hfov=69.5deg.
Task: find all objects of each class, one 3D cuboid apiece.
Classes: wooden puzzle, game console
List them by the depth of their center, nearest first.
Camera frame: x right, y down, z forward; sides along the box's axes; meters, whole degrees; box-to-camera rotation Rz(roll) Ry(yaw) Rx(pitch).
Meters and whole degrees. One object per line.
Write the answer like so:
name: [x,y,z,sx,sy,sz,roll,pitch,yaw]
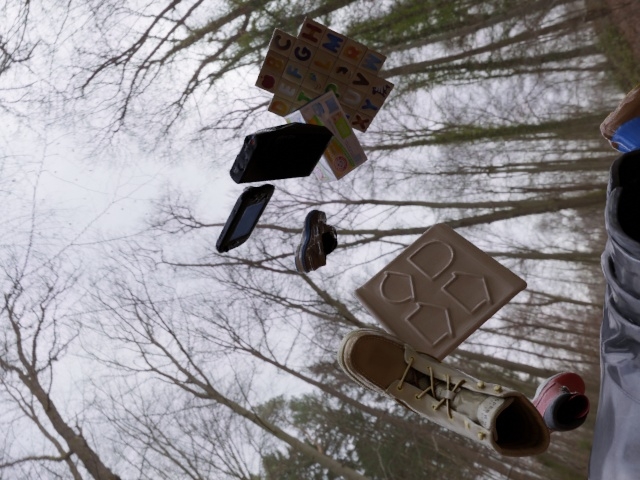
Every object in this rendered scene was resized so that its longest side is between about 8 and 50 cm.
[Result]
game console: [-0.124,-0.106,1.012,0.213,0.044,0.361,-15,-31,-47]
wooden puzzle: [0.309,0.140,1.237,0.348,0.322,0.080,-37,-45,-7]

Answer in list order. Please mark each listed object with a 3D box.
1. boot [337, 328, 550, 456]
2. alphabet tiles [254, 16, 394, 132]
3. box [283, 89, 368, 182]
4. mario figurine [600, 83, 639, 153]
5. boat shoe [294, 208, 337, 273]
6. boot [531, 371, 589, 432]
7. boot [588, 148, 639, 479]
boot: [0.167,0.212,0.654,0.262,0.203,0.095,34,-104,-17]
alphabet tiles: [0.009,-0.419,1.244,0.343,0.285,0.011,20,-135,-16]
box: [0.015,-0.264,1.200,0.114,0.103,0.203,-38,-71,-20]
mario figurine: [0.522,-0.082,0.552,0.198,0.320,0.170,-23,-30,-23]
boat shoe: [0.000,0.000,0.920,0.183,0.066,0.066,-77,-23,-49]
boot: [0.521,0.334,0.963,0.244,0.176,0.088,-22,-114,-32]
boot: [0.247,0.085,0.335,0.222,0.118,0.338,65,-146,-29]
